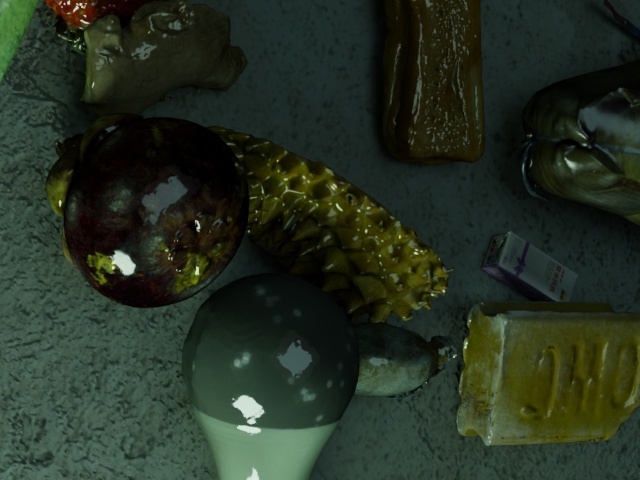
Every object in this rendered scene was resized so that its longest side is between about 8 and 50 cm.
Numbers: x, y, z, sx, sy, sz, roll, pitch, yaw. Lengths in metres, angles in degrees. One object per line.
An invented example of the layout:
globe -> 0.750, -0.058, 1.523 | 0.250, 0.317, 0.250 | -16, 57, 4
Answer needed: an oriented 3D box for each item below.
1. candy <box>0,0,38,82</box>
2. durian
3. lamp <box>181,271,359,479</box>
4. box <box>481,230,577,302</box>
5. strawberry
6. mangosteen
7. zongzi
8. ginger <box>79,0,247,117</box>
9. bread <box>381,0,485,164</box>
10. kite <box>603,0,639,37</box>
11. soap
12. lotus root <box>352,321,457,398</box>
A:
candy -> -0.362, -0.182, 1.489 | 0.142, 0.132, 0.343 | 21, 73, -6
durian -> 0.000, -0.001, 1.681 | 0.341, 0.191, 0.112 | 40, 81, -23
lamp -> -0.065, 0.183, 1.651 | 0.182, 0.182, 0.314 | -2, 119, -32
box -> 0.250, 0.038, 1.910 | 0.117, 0.036, 0.051 | 33, 68, -26
strawberry -> -0.198, -0.306, 1.630 | 0.175, 0.106, 0.236 | 19, 74, -29
mangosteen -> -0.180, -0.041, 1.576 | 0.192, 0.217, 0.192 | -30, 137, -32
zongzi -> 0.443, -0.024, 1.964 | 0.403, 0.208, 0.432 | -17, 106, -27
ginger -> -0.152, -0.191, 1.638 | 0.213, 0.137, 0.074 | -13, 55, -33
bread -> 0.133, -0.223, 1.844 | 0.139, 0.077, 0.271 | 0, 86, -36
kite -> 0.503, -0.283, 2.116 | 0.360, 0.022, 0.204 | 30, 70, -30
soap -> 0.289, 0.154, 1.880 | 0.257, 0.080, 0.160 | 1, 99, -31
lotus root -> 0.075, 0.134, 1.759 | 0.165, 0.088, 0.088 | 3, 83, -32
